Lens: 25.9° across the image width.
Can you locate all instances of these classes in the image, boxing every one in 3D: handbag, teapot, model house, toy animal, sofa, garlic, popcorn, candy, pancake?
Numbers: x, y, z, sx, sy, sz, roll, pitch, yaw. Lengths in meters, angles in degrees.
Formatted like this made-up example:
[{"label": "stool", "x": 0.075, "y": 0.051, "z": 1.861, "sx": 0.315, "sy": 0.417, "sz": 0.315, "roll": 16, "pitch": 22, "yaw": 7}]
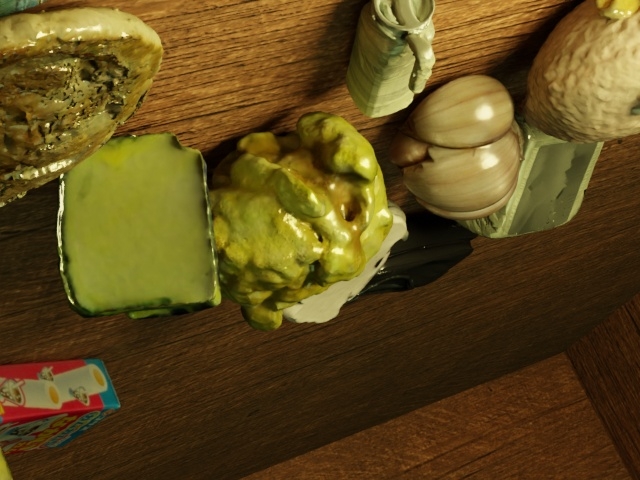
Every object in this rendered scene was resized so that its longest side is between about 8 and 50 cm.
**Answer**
[{"label": "handbag", "x": 0.114, "y": 0.041, "z": 2.372, "sx": 0.275, "sy": 0.088, "sz": 0.244, "roll": -14, "pitch": 163, "yaw": -39}, {"label": "teapot", "x": 0.084, "y": -0.202, "z": 1.547, "sx": 0.077, "sy": 0.107, "sz": 0.200, "roll": -20, "pitch": 162, "yaw": -12}, {"label": "model house", "x": -0.203, "y": -0.010, "z": 1.571, "sx": 0.170, "sy": 0.194, "sz": 0.211, "roll": -9, "pitch": 175, "yaw": -3}, {"label": "toy animal", "x": 0.384, "y": -0.228, "z": 1.767, "sx": 0.358, "sy": 0.188, "sz": 0.226, "roll": -30, "pitch": 173, "yaw": 40}, {"label": "sofa", "x": 0.299, "y": -0.134, "z": 2.124, "sx": 0.210, "sy": 0.176, "sz": 0.225, "roll": -14, "pitch": 131, "yaw": -36}, {"label": "garlic", "x": 0.195, "y": -0.115, "z": 1.872, "sx": 0.191, "sy": 0.160, "sz": 0.214, "roll": -25, "pitch": 170, "yaw": 0}, {"label": "popcorn", "x": -0.037, "y": -0.021, "z": 1.690, "sx": 0.250, "sy": 0.235, "sz": 0.242, "roll": -48, "pitch": 144, "yaw": -11}, {"label": "candy", "x": -0.469, "y": 0.261, "z": 2.127, "sx": 0.157, "sy": 0.100, "sz": 0.306, "roll": -36, "pitch": 162, "yaw": 27}, {"label": "toy animal", "x": 0.000, "y": 0.000, "z": 1.950, "sx": 0.204, "sy": 0.156, "sz": 0.208, "roll": 4, "pitch": 130, "yaw": -53}, {"label": "pancake", "x": -0.305, "y": -0.114, "z": 1.312, "sx": 0.356, "sy": 0.065, "sz": 0.356, "roll": -23, "pitch": 163, "yaw": -7}]

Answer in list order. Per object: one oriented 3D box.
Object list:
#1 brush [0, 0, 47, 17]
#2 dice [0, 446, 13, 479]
[{"label": "brush", "x": -0.210, "y": -0.227, "z": 1.181, "sx": 0.196, "sy": 0.021, "sz": 0.070, "roll": -21, "pitch": 164, "yaw": -18}, {"label": "dice", "x": -0.540, "y": 0.263, "z": 1.795, "sx": 0.226, "sy": 0.233, "sz": 0.238, "roll": -23, "pitch": 164, "yaw": -16}]
